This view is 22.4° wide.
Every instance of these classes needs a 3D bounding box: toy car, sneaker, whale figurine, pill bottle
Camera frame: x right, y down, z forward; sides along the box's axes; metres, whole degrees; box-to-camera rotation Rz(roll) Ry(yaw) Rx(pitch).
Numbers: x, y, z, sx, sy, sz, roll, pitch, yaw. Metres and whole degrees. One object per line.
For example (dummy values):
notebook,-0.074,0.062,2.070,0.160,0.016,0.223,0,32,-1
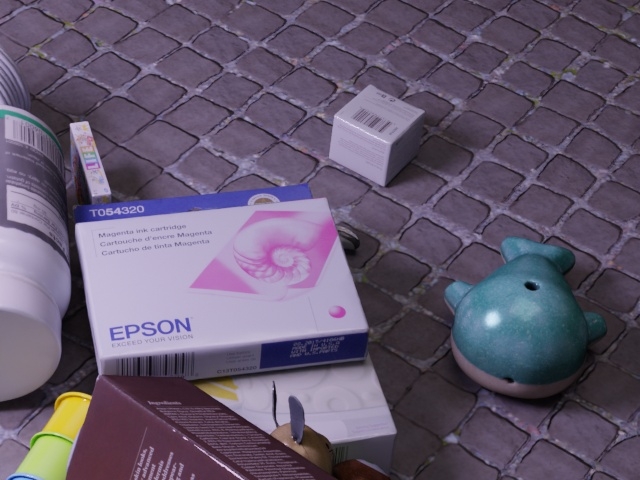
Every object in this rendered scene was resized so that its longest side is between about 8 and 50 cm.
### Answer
toy car,-0.006,0.244,1.782,0.149,0.188,0.155,-24,12,-17
sneaker,0.000,0.000,2.220,0.109,0.040,0.044,12,59,10
whale figurine,0.269,0.075,2.092,0.216,0.141,0.272,14,43,8
pill bottle,-0.416,0.012,2.025,0.204,0.204,0.361,-2,44,-9

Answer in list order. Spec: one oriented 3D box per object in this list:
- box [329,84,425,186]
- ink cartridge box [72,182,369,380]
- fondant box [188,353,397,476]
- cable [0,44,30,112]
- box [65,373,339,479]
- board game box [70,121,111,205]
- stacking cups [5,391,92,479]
box,0.082,-0.153,2.350,0.101,0.087,0.102,28,46,21
ink cartridge box,-0.133,0.030,2.008,0.324,0.071,0.330,-7,46,-12
fondant box,-0.067,0.159,1.995,0.238,0.096,0.330,-7,44,-14
cable,-0.526,-0.204,2.207,0.257,0.257,0.089,21,48,-6
box,-0.102,0.302,1.686,0.381,0.191,0.143,28,14,39
board game box,-0.313,-0.074,2.204,0.026,0.103,0.154,-8,45,-16
stacking cups,-0.333,0.315,1.812,0.096,0.096,0.316,20,49,13
